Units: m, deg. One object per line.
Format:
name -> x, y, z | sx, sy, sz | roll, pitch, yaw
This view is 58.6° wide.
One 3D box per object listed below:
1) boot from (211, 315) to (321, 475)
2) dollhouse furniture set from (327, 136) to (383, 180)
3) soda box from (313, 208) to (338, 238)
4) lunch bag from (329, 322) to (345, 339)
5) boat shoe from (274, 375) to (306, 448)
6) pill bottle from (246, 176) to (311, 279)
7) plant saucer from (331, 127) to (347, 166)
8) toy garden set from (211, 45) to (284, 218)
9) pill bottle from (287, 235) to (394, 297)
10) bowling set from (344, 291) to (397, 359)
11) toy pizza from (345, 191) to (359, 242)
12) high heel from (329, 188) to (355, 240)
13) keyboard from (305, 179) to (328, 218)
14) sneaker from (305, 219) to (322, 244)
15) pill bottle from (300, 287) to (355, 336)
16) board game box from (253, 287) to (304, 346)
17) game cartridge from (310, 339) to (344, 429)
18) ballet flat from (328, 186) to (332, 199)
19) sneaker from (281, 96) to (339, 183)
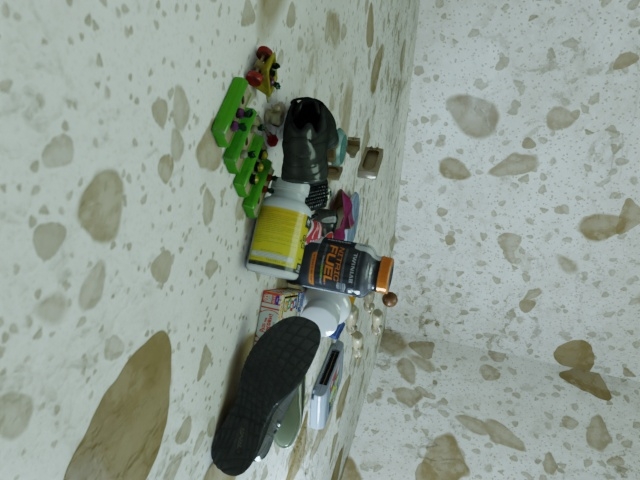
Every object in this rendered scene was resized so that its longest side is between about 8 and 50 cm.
boot -> -0.100, 0.309, 1.184 | 0.338, 0.118, 0.223 | -57, 167, -4
dollhouse furniture set -> 0.079, -0.240, 1.474 | 0.144, 0.151, 0.123 | -69, 163, -46
soda box -> 0.000, 0.000, 1.519 | 0.053, 0.060, 0.169 | 68, 34, -66
lunch bag -> 0.037, 0.286, 1.895 | 0.067, 0.065, 0.098 | -62, 165, -11
boat shoe -> -0.075, 0.418, 1.473 | 0.068, 0.081, 0.228 | -9, 106, -72
pill bottle -> -0.074, -0.023, 1.087 | 0.103, 0.103, 0.184 | 36, 65, -76
plant saucer -> 0.057, -0.264, 1.645 | 0.119, 0.021, 0.119 | 11, 90, -77
toy garden set -> -0.098, -0.184, 0.980 | 0.244, 0.049, 0.204 | 77, 26, -60
pill bottle -> 0.050, 0.063, 1.369 | 0.130, 0.245, 0.130 | 10, 90, -77
bowling set -> 0.171, 0.263, 1.976 | 0.154, 0.200, 0.287 | 87, -7, -51
toy pizza -> 0.099, -0.069, 1.954 | 0.201, 0.032, 0.201 | 9, 90, -77
high heel -> 0.036, -0.061, 1.640 | 0.244, 0.082, 0.117 | -40, 116, -54
keyboard -> -0.030, -0.078, 1.255 | 0.192, 0.038, 0.100 | -20, 120, -53
sneaker -> -0.042, 0.000, 1.257 | 0.118, 0.042, 0.067 | -47, 157, 22
pill bottle -> 0.029, 0.151, 1.593 | 0.246, 0.136, 0.136 | -61, 157, -54
board game box -> -0.092, 0.184, 1.301 | 0.193, 0.045, 0.147 | 15, 85, -77
game cartridge -> 0.028, 0.527, 2.072 | 0.294, 0.060, 0.196 | -61, 161, -55
ballet flat -> -0.013, -0.111, 1.371 | 0.188, 0.070, 0.070 | -36, 135, -71
sneaker -> -0.018, -0.222, 1.090 | 0.286, 0.109, 0.130 | -89, 178, -55
